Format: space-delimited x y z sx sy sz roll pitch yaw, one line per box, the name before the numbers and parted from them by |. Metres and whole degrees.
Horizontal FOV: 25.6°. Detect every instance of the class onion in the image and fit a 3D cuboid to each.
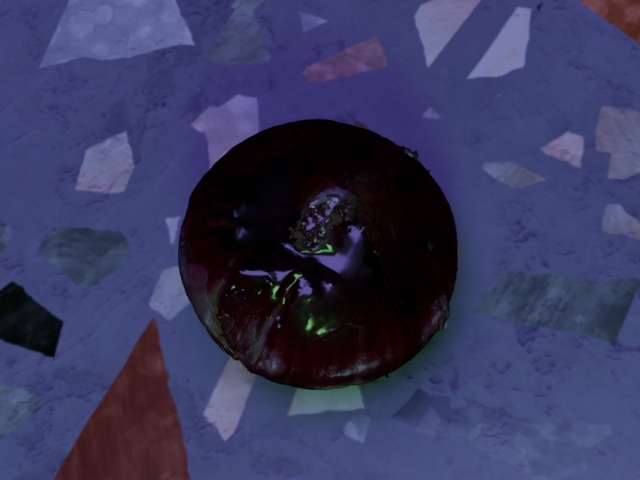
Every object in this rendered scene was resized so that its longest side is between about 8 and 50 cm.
onion | 0.000 0.000 1.502 0.314 0.232 0.314 3 58 -5
